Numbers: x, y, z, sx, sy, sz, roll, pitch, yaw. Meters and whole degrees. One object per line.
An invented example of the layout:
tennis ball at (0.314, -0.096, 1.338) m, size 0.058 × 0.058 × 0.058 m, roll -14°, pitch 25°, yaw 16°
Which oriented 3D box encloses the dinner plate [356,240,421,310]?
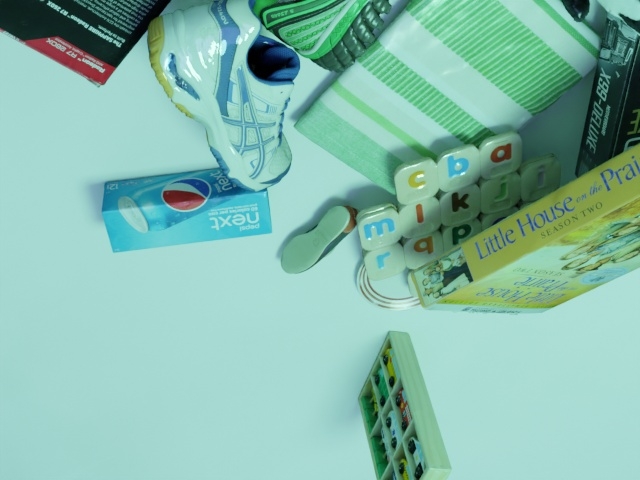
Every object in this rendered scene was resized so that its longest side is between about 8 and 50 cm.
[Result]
dinner plate at (0.123, 0.050, 1.271) m, size 0.141 × 0.017 × 0.141 m, roll -5°, pitch 129°, yaw -6°

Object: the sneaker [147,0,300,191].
sneaker at (-0.072, -0.154, 0.965) m, size 0.131 × 0.111 × 0.296 m, roll -18°, pitch 153°, yaw 11°

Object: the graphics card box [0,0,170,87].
graphics card box at (-0.207, -0.350, 0.826) m, size 0.233 × 0.094 × 0.371 m, roll 27°, pitch 122°, yaw -36°

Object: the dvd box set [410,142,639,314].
dvd box set at (0.365, -0.014, 1.083) m, size 0.308 × 0.062 × 0.420 m, roll 7°, pitch 149°, yaw -46°

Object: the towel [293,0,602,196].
towel at (0.164, -0.192, 1.068) m, size 0.248 × 0.038 × 0.325 m, roll 31°, pitch 120°, yaw -29°

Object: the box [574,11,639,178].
box at (0.490, -0.186, 1.073) m, size 0.308 × 0.076 × 0.242 m, roll -10°, pitch 130°, yaw -11°

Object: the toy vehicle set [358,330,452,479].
toy vehicle set at (0.121, 0.290, 1.306) m, size 0.035 × 0.266 × 0.166 m, roll 8°, pitch 127°, yaw -16°

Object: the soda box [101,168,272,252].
soda box at (-0.172, -0.042, 1.115) m, size 0.210 × 0.067 × 0.071 m, roll -8°, pitch 130°, yaw -4°

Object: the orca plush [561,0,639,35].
orca plush at (0.342, -0.269, 0.892) m, size 0.151 × 0.287 × 0.102 m, roll -19°, pitch 174°, yaw -12°

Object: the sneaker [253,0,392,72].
sneaker at (0.044, -0.332, 0.868) m, size 0.146 × 0.134 × 0.343 m, roll 22°, pitch 123°, yaw -24°

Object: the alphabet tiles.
alphabet tiles at (0.191, -0.030, 1.179) m, size 0.284 × 0.021 × 0.278 m, roll -17°, pitch 140°, yaw -1°

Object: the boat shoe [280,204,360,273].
boat shoe at (0.000, 0.000, 1.194) m, size 0.137 × 0.049 × 0.043 m, roll -43°, pitch 162°, yaw 24°
